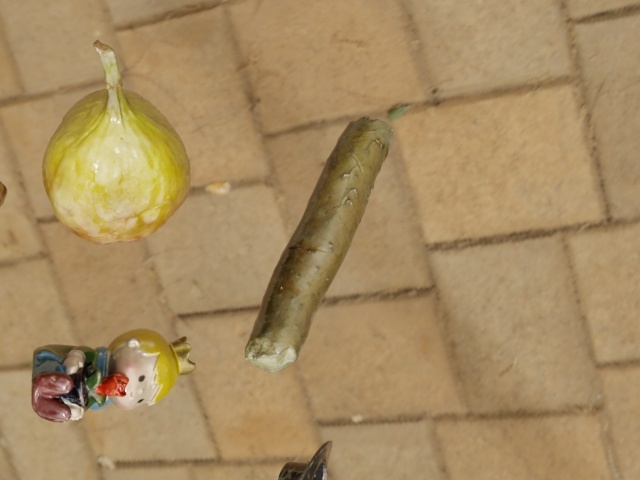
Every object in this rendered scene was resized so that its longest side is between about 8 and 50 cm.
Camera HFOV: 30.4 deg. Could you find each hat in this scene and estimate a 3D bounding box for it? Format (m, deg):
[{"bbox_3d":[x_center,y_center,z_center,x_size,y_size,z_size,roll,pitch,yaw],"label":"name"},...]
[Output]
[{"bbox_3d":[-0.021,0.277,1.308,0.050,0.121,0.121,7,115,19],"label":"hat"}]

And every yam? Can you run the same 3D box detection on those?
[{"bbox_3d":[0.000,0.000,1.299,0.067,0.317,0.071,15,154,21],"label":"yam"}]

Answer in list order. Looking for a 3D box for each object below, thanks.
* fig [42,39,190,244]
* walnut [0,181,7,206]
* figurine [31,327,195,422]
[{"bbox_3d":[-0.212,-0.110,1.202,0.159,0.159,0.257,28,148,14],"label":"fig"},{"bbox_3d":[-0.426,-0.024,1.365,0.069,0.143,0.170,34,159,-6],"label":"walnut"},{"bbox_3d":[-0.293,0.193,1.684,0.234,0.185,0.127,4,93,-12],"label":"figurine"}]
